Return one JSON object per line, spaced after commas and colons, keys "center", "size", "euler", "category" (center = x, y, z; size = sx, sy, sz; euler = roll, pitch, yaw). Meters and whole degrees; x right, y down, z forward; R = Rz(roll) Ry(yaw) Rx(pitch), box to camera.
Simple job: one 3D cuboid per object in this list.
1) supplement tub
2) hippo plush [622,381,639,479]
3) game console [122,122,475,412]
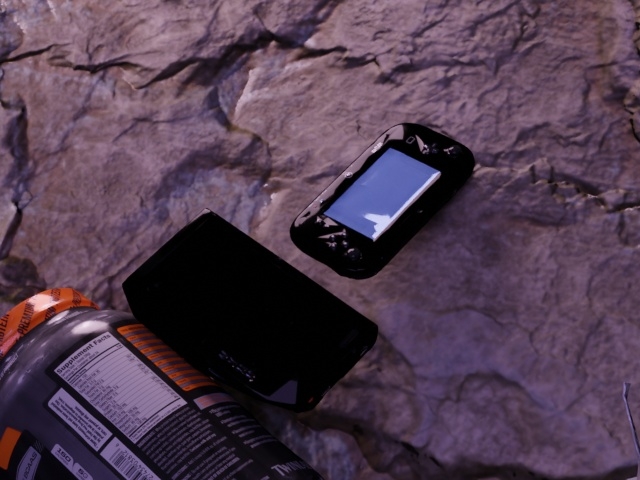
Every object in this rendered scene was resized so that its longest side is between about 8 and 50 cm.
{"center": [-0.167, 0.206, 1.309], "size": [0.338, 0.207, 0.207], "euler": [39, 83, 23], "category": "supplement tub"}
{"center": [0.350, 0.270, 1.193], "size": [0.237, 0.234, 0.294], "euler": [4, 86, -16], "category": "hippo plush"}
{"center": [0.000, 0.000, 1.366], "size": [0.213, 0.044, 0.361], "euler": [34, 59, 21], "category": "game console"}
